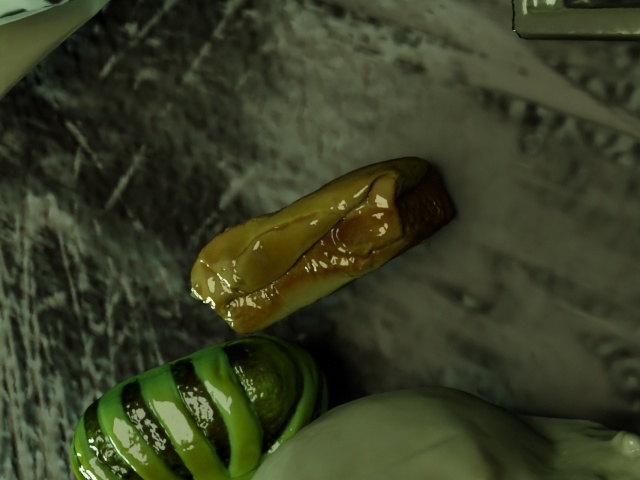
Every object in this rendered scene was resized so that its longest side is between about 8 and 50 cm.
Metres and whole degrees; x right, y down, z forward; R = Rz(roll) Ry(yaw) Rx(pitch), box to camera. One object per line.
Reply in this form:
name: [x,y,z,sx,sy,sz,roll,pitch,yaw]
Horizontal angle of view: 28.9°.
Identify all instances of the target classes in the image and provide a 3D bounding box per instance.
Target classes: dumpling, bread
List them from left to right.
bread: [-0.059,0.099,0.636,0.139,0.130,0.071,-24,70,14]
bread: [0.000,0.000,0.619,0.132,0.074,0.053,-27,90,33]
dumpling: [0.021,0.148,0.543,0.258,0.193,0.147,-28,84,34]

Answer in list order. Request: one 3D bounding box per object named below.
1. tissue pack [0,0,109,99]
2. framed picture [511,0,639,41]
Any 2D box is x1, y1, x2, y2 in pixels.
tissue pack: [-0.141,-0.282,0.625,0.376,0.195,0.390,-12,88,45]
framed picture: [0.176,-0.215,0.521,0.192,0.018,0.265,6,97,33]
